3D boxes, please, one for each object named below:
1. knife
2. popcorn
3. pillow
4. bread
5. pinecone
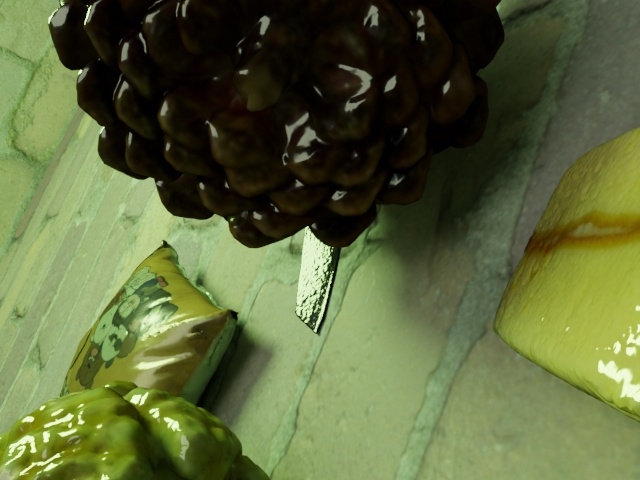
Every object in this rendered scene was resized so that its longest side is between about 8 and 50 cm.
[{"bbox_3d":[0.000,0.000,0.798,0.060,0.028,0.230,-19,51,33],"label":"knife"},{"bbox_3d":[-0.203,0.287,0.627,0.274,0.279,0.335,32,80,41],"label":"popcorn"},{"bbox_3d":[-0.239,0.172,0.918,0.312,0.119,0.310,-59,34,1],"label":"pillow"},{"bbox_3d":[0.162,0.006,0.404,0.264,0.163,0.167,23,86,60],"label":"bread"},{"bbox_3d":[-0.023,-0.206,0.669,0.398,0.398,0.397,-37,38,36],"label":"pinecone"}]
